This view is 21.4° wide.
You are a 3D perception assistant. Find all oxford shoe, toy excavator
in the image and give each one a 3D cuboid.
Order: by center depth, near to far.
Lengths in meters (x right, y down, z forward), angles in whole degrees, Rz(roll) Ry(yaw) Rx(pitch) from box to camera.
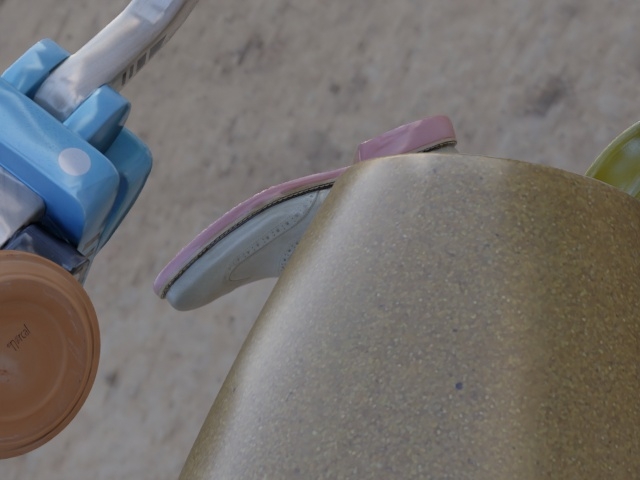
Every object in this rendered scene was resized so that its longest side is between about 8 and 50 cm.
[{"bbox_3d":[-0.217,-0.117,1.473,0.445,0.222,0.433,-52,-5,-35],"label":"toy excavator"},{"bbox_3d":[0.000,0.000,1.949,0.397,0.140,0.147,-27,82,1],"label":"oxford shoe"}]

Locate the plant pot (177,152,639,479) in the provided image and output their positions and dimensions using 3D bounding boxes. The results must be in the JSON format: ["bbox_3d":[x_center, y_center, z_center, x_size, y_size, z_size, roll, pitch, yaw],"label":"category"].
[{"bbox_3d":[0.041,0.107,0.582,0.237,0.237,0.254,-10,67,52],"label":"plant pot"}]

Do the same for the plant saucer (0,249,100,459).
[{"bbox_3d":[-0.123,0.046,0.661,0.013,0.083,0.084,16,83,52],"label":"plant saucer"}]

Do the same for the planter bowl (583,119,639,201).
[{"bbox_3d":[0.260,0.021,1.213,0.217,0.090,0.217,-42,37,43],"label":"planter bowl"}]
